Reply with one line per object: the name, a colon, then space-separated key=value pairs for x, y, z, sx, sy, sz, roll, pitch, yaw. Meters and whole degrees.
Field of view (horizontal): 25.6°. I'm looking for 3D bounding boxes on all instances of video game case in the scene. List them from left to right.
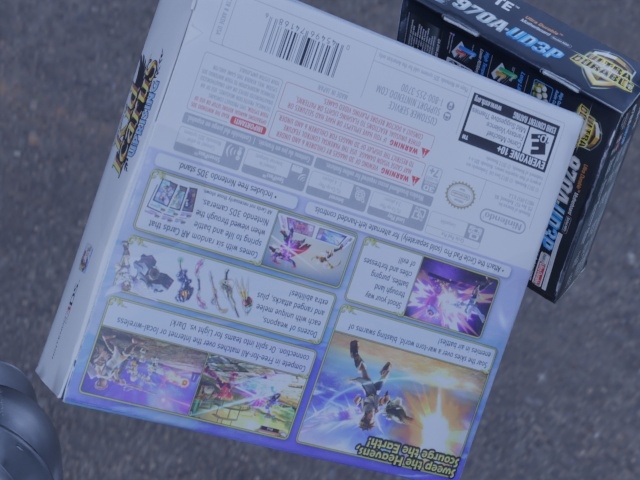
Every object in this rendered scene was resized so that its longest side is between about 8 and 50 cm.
video game case: x=0.000 y=0.000 z=0.826 sx=0.269 sy=0.244 sz=0.061 roll=18 pitch=2 yaw=-29

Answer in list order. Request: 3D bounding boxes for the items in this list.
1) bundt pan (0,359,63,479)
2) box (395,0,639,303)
bundt pan: x=-0.313 y=0.147 z=0.900 sx=0.330 sy=0.124 sz=0.331 roll=10 pitch=24 yaw=-4
box: x=0.130 y=-0.074 z=1.024 sx=0.175 sy=0.220 sz=0.051 roll=32 pitch=57 yaw=19
